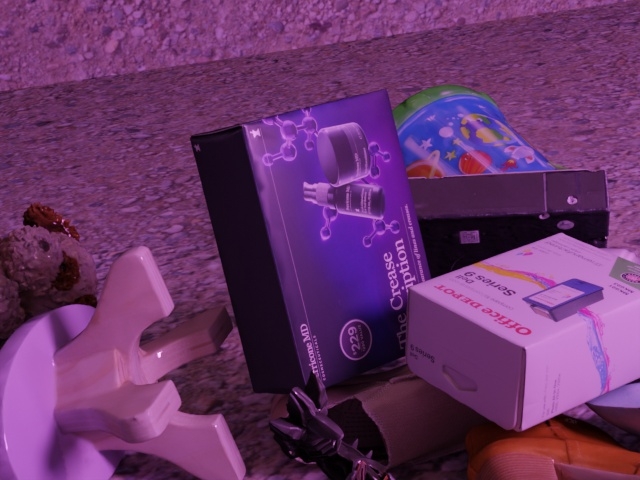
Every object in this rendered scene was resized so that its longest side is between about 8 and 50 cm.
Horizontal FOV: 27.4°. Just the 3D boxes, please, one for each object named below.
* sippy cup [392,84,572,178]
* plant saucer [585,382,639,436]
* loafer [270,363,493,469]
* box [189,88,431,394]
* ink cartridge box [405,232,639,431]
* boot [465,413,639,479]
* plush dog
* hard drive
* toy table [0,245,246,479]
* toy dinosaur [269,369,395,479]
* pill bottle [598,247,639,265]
[{"bbox_3d":[0.200,-0.052,1.666,0.305,0.240,0.224,-37,41,-11],"label":"sippy cup"},{"bbox_3d":[0.336,0.153,1.189,0.195,0.037,0.195,-6,-1,0],"label":"plant saucer"},{"bbox_3d":[0.080,0.176,1.275,0.268,0.102,0.092,-12,22,11],"label":"loafer"},{"bbox_3d":[0.000,0.000,1.288,0.184,0.261,0.103,-18,7,-33],"label":"box"},{"bbox_3d":[0.205,0.080,1.214,0.212,0.093,0.154,-18,29,-33],"label":"ink cartridge box"},{"bbox_3d":[0.275,0.208,1.139,0.295,0.104,0.211,7,10,2],"label":"boot"},{"bbox_3d":[-0.389,0.052,1.647,0.225,0.210,0.262,-1,46,-27],"label":"plush dog"},{"bbox_3d":[0.150,0.015,1.477,0.339,0.237,0.064,-4,56,9],"label":"hard drive"},{"bbox_3d":[-0.190,0.143,1.267,0.161,0.252,0.274,-17,27,18],"label":"toy table"},{"bbox_3d":[0.026,0.240,0.965,0.218,0.322,0.164,35,60,13],"label":"toy dinosaur"},{"bbox_3d":[0.415,0.081,1.328,0.278,0.162,0.162,5,24,24],"label":"pill bottle"}]
